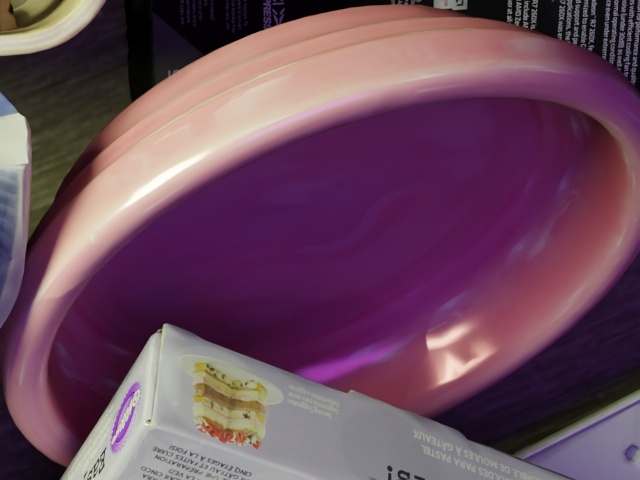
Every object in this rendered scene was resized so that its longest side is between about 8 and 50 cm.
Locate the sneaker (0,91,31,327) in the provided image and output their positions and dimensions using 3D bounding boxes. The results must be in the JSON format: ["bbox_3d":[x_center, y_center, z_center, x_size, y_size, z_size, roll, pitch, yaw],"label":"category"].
[{"bbox_3d":[-0.229,0.019,0.910,0.127,0.182,0.315,4,136,-22],"label":"sneaker"}]

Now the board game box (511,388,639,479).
[{"bbox_3d":[0.305,0.227,1.161,0.390,0.050,0.390,-26,104,-9],"label":"board game box"}]

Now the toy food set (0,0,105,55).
[{"bbox_3d":[-0.248,-0.130,0.876,0.306,0.220,0.092,-3,99,-13],"label":"toy food set"}]

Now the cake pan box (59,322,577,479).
[{"bbox_3d":[-0.012,0.179,0.955,0.266,0.070,0.246,22,131,-18],"label":"cake pan box"}]

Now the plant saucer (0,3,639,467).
[{"bbox_3d":[0.000,0.000,0.940,0.332,0.332,0.084,-19,60,-10],"label":"plant saucer"}]

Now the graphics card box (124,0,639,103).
[{"bbox_3d":[0.084,-0.171,0.993,0.370,0.094,0.233,-7,117,-13],"label":"graphics card box"}]
